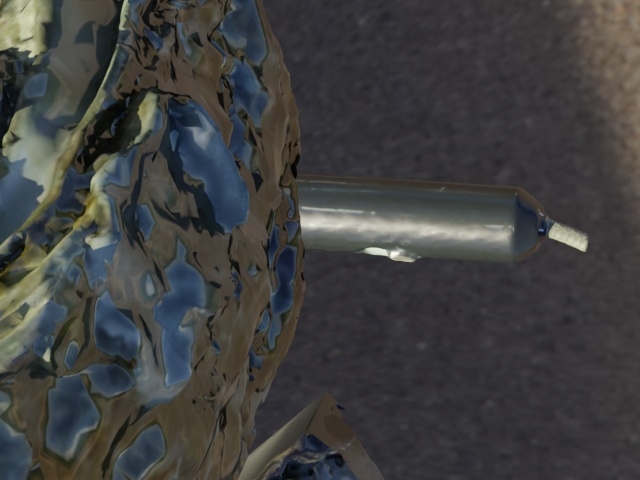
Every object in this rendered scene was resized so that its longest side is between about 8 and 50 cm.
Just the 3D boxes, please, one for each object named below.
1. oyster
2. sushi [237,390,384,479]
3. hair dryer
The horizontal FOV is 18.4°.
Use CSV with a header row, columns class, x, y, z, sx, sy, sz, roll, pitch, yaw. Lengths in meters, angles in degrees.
class,x,y,z,sx,sy,sz,roll,pitch,yaw
oyster,-0.078,0.016,0.488,0.158,0.351,0.162,-19,99,25
sushi,-0.039,0.231,1.284,0.109,0.134,0.273,43,32,-6
hair dryer,0.000,0.000,0.811,0.219,0.071,0.124,2,72,14
